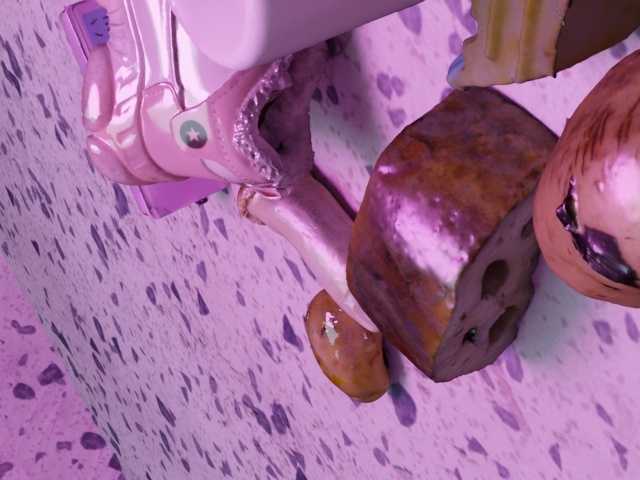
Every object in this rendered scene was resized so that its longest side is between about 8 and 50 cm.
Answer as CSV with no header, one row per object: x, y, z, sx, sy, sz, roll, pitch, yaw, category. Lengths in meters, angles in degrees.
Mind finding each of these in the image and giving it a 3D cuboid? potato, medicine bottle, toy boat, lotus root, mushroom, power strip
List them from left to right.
-0.198,-0.160,1.345,0.037,0.109,0.279,4,118,61,power strip
0.000,0.000,1.149,0.209,0.084,0.071,48,173,25,mushroom
0.028,0.106,1.199,0.091,0.070,0.138,31,141,52,potato
0.024,-0.201,0.696,0.139,0.237,0.139,45,151,34,medicine bottle
0.099,0.006,0.904,0.119,0.138,0.235,38,141,26,lotus root
0.141,-0.175,0.642,0.084,0.111,0.276,46,150,24,toy boat
0.191,-0.031,0.632,0.140,0.154,0.257,56,159,4,lotus root

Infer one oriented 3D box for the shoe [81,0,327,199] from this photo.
-0.080,-0.205,1.019,0.198,0.172,0.351,14,113,19,shoe
